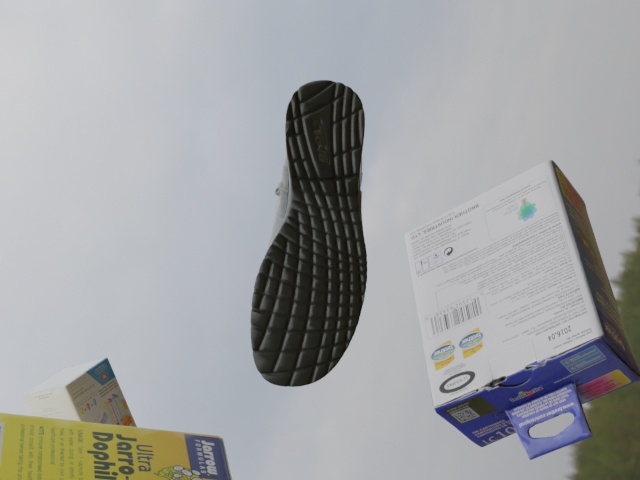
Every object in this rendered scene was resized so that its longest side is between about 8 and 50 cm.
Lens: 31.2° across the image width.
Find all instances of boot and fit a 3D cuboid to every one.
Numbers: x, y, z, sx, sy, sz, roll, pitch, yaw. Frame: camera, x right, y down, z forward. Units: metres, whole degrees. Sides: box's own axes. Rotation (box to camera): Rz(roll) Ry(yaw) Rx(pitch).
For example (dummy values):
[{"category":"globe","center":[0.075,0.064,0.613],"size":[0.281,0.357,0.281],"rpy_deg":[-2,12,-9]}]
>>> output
[{"category":"boot","center":[0.000,0.000,0.940],"size":[0.161,0.083,0.246],"rpy_deg":[83,-165,-81]}]

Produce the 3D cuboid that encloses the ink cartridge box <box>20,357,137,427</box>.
[{"category":"ink cartridge box","center":[-0.312,0.244,1.523],"size":[0.092,0.090,0.143],"rpy_deg":[-36,-73,-56]}]

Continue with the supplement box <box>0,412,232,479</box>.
[{"category":"supplement box","center":[-0.292,0.335,1.312],"size":[0.195,0.357,0.194],"rpy_deg":[-118,39,-64]}]

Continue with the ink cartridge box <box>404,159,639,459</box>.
[{"category":"ink cartridge box","center":[0.289,0.116,1.669],"size":[0.151,0.270,0.395],"rpy_deg":[41,-149,-39]}]
